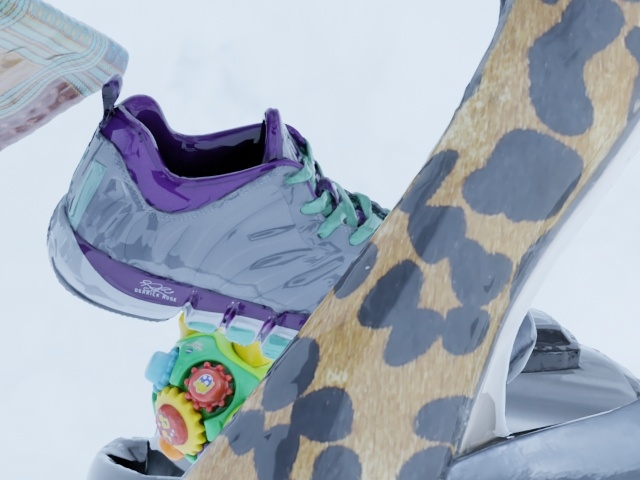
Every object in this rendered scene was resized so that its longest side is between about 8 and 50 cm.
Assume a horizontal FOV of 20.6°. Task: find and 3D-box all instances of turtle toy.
[{"bbox_3d":[-0.053,0.096,0.995,0.066,0.130,0.095,-26,116,-37],"label":"turtle toy"}]

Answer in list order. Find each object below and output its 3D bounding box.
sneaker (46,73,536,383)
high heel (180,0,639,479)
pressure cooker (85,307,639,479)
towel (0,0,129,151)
[{"bbox_3d":[0.000,0.000,0.754,0.223,0.098,0.083,14,32,-14],"label":"sneaker"},{"bbox_3d":[0.014,-0.039,0.446,0.186,0.093,0.261,-18,76,5],"label":"high heel"},{"bbox_3d":[0.030,0.227,1.368,0.420,0.370,0.376,12,43,-21],"label":"pressure cooker"},{"bbox_3d":[-0.298,-0.089,1.178,0.271,0.370,0.040,-30,78,10],"label":"towel"}]
